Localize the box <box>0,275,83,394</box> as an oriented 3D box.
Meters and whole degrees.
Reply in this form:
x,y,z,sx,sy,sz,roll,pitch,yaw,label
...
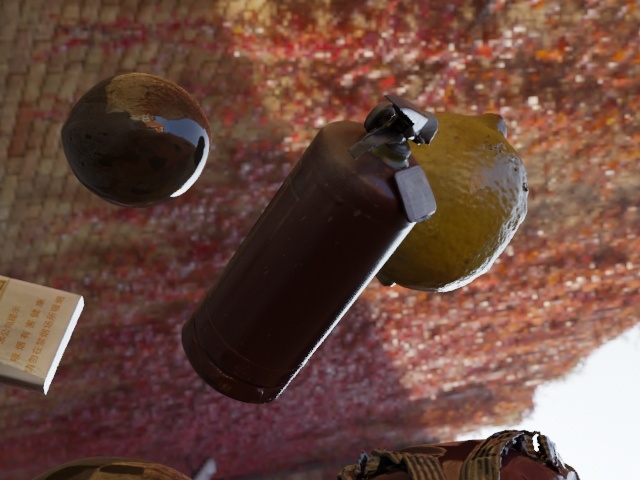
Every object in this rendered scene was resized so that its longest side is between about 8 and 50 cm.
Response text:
x,y,z,sx,sy,sz,roll,pitch,yaw,label
-0.383,0.087,1.227,0.032,0.221,0.122,97,7,-55,box

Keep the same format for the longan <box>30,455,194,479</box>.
x,y,z,sx,sy,sz,roll,pitch,yaw,label
-0.186,0.319,1.033,0.258,0.258,0.258,174,-90,-65,longan

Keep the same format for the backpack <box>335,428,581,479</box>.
x,y,z,sx,sy,sz,roll,pitch,yaw,label
0.146,0.318,1.159,0.317,0.283,0.197,-69,152,-77,backpack

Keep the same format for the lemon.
x,y,z,sx,sy,sz,roll,pitch,yaw,label
0.184,-0.062,1.713,0.320,0.245,0.245,-52,-155,-11,lemon

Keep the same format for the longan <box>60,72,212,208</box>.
x,y,z,sx,sy,sz,roll,pitch,yaw,label
-0.243,-0.132,1.499,0.212,0.198,0.198,176,-92,-77,longan

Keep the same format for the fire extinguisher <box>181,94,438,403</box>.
x,y,z,sx,sy,sz,roll,pitch,yaw,label
0.000,0.000,0.797,0.269,0.105,0.104,-53,-134,30,fire extinguisher
